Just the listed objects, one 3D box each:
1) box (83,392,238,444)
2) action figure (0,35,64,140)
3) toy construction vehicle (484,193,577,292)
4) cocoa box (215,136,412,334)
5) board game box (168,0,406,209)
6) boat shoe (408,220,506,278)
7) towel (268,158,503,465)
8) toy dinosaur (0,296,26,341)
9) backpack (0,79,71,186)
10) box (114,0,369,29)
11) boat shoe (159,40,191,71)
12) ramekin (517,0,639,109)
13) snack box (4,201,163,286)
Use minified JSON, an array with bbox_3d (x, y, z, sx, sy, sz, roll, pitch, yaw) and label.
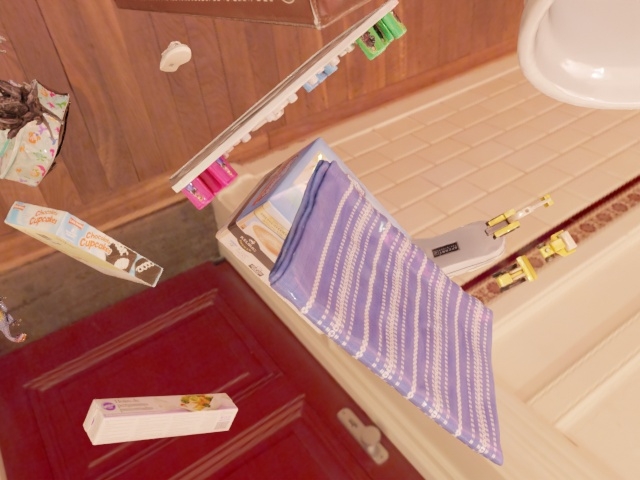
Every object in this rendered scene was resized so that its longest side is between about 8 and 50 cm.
[{"bbox_3d":[-0.325,0.371,1.145,0.324,0.063,0.067,12,106,-45],"label":"box"},{"bbox_3d":[-0.575,-0.273,0.909,0.276,0.140,0.164,20,145,-37],"label":"action figure"},{"bbox_3d":[0.233,0.003,0.619,0.098,0.085,0.035,-27,167,15],"label":"toy construction vehicle"},{"bbox_3d":[0.000,0.000,1.191,0.347,0.228,0.231,46,51,-15],"label":"cocoa box"},{"bbox_3d":[-0.080,-0.204,0.878,0.390,0.390,0.050,-42,107,-7],"label":"board game box"},{"bbox_3d":[0.203,0.039,0.973,0.258,0.095,0.084,-11,154,18],"label":"boat shoe"},{"bbox_3d":[0.096,0.069,0.629,0.336,0.243,0.040,40,124,-16],"label":"towel"},{"bbox_3d":[-0.454,0.110,0.779,0.047,0.090,0.082,-17,141,-16],"label":"toy dinosaur"},{"bbox_3d":[-0.781,-0.279,1.437,0.191,0.253,0.225,15,144,-41],"label":"backpack"},{"bbox_3d":[-0.059,-0.283,0.432,0.191,0.381,0.143,-38,127,-19],"label":"box"},{"bbox_3d":[-0.426,-0.548,1.586,0.066,0.184,0.063,-3,91,-26],"label":"boat shoe"},{"bbox_3d":[0.287,-0.221,0.399,0.277,0.277,0.135,15,69,-45],"label":"ramekin"},{"bbox_3d":[-0.551,0.015,1.289,0.322,0.187,0.060,47,58,-56],"label":"snack box"}]
